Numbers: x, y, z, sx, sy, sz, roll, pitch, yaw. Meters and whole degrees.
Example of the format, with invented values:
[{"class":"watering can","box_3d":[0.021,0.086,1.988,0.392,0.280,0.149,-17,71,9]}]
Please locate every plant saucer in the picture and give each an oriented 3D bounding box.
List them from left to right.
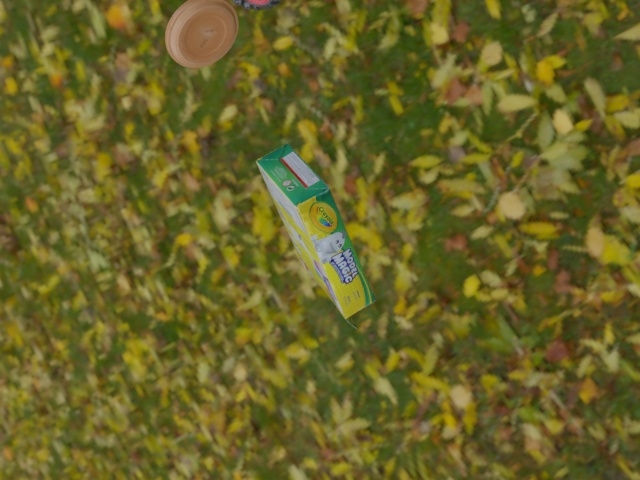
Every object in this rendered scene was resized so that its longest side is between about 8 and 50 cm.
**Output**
[{"class":"plant saucer","box_3d":[-0.123,-0.217,1.230,0.013,0.083,0.083,50,144,39]}]

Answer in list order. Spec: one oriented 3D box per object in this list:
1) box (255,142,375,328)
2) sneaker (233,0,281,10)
[{"class":"box","box_3d":[0.000,0.000,1.181,0.105,0.043,0.179,50,165,50]},{"class":"sneaker","box_3d":[-0.066,-0.342,1.059,0.104,0.125,0.262,-8,106,14]}]
